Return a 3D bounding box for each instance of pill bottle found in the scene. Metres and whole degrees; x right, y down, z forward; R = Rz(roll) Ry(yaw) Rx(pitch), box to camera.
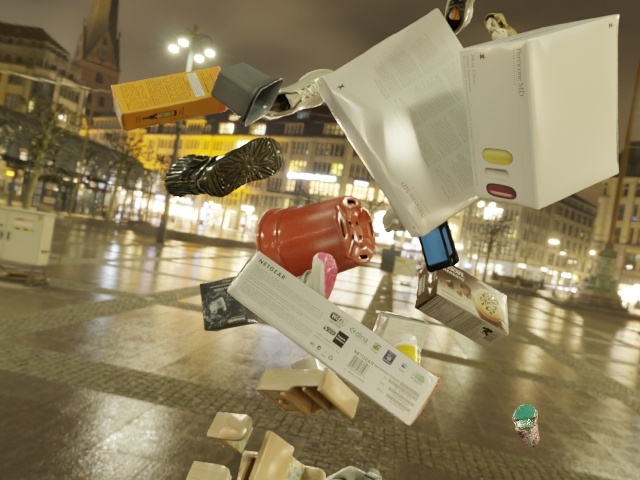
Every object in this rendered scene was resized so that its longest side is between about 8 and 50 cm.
[{"bbox_3d":[0.196,0.273,1.099,0.065,0.065,0.116,10,41,2],"label":"pill bottle"}]

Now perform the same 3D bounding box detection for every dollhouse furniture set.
[{"bbox_3d":[-0.089,0.566,1.308,0.256,0.394,0.362,-12,-49,37],"label":"dollhouse furniture set"}]

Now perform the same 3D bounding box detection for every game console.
[{"bbox_3d":[0.296,0.011,1.219,0.071,0.122,0.107,-15,-11,4],"label":"game console"}]

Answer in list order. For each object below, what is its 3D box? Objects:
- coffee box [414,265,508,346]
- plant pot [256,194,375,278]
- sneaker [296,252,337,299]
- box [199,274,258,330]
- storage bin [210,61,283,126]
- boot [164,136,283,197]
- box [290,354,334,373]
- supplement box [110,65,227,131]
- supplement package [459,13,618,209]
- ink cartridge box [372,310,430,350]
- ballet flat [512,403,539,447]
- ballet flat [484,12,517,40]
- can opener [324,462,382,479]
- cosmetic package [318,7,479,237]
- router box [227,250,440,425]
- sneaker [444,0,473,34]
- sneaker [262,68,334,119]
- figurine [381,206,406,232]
[{"bbox_3d":[0.476,0.207,1.623,0.297,0.168,0.119,30,-45,-11],"label":"coffee box"},{"bbox_3d":[0.000,0.000,1.409,0.265,0.273,0.272,-17,-15,34],"label":"plant pot"},{"bbox_3d":[-0.032,0.130,1.162,0.111,0.252,0.103,18,35,8],"label":"sneaker"},{"bbox_3d":[-0.300,0.207,1.578,0.155,0.158,0.093,-13,-15,11],"label":"box"},{"bbox_3d":[-0.148,-0.289,0.940,0.091,0.098,0.135,33,33,0],"label":"storage bin"},{"bbox_3d":[-0.318,-0.244,1.588,0.260,0.131,0.348,5,27,44],"label":"boot"},{"bbox_3d":[-0.002,0.433,1.669,0.130,0.091,0.170,-13,-16,-36],"label":"box"},{"bbox_3d":[-0.316,-0.303,1.027,0.233,0.080,0.078,-22,-10,-24],"label":"supplement box"},{"bbox_3d":[0.372,-0.215,0.813,0.204,0.262,0.145,-22,22,-21],"label":"supplement package"},{"bbox_3d":[0.232,0.351,1.524,0.189,0.232,0.066,16,9,-34],"label":"ink cartridge box"},{"bbox_3d":[0.638,0.577,1.483,0.076,0.079,0.221,-16,-6,20],"label":"ballet flat"},{"bbox_3d":[0.570,-0.660,1.532,0.067,0.073,0.206,7,46,-15],"label":"ballet flat"},{"bbox_3d":[0.112,0.361,0.594,0.280,0.074,0.093,34,14,-21],"label":"can opener"},{"bbox_3d":[0.216,-0.239,1.006,0.284,0.377,0.097,-32,1,-8],"label":"cosmetic package"},{"bbox_3d":[0.020,0.175,0.843,0.335,0.082,0.301,34,-11,11],"label":"router box"},{"bbox_3d":[0.470,-0.806,1.595,0.100,0.108,0.272,21,-29,17],"label":"sneaker"},{"bbox_3d":[-0.059,-0.414,1.388,0.262,0.099,0.121,-26,21,-1],"label":"sneaker"},{"bbox_3d":[0.267,-0.156,1.523,0.092,0.215,0.209,14,-32,0],"label":"figurine"}]
